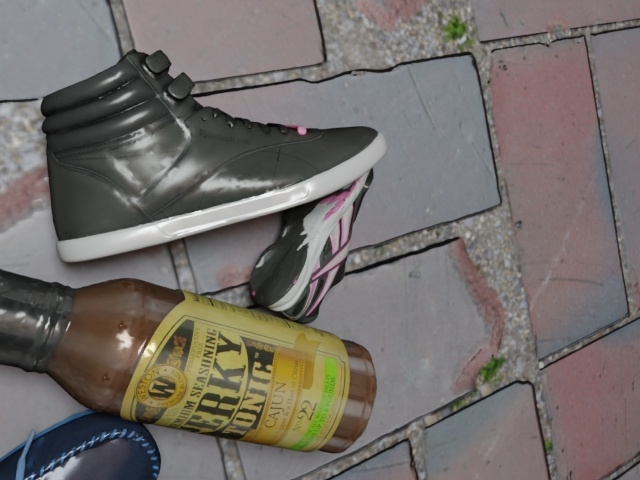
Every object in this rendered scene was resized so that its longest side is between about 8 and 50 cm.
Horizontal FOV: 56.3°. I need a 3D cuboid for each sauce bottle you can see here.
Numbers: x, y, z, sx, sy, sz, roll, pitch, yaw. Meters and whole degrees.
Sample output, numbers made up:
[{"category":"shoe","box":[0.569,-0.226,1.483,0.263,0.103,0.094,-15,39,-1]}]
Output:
[{"category":"sauce bottle","box":[-0.118,0.096,0.483,0.344,0.111,0.112,18,82,-27]}]

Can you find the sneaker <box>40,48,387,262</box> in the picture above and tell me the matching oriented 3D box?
[{"category":"sneaker","box":[-0.083,-0.093,0.492,0.295,0.104,0.147,-18,103,-19]}]

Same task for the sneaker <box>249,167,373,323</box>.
[{"category":"sneaker","box":[0.000,0.000,0.580,0.178,0.072,0.077,-57,137,-17]}]

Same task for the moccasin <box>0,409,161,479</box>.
[{"category":"moccasin","box":[-0.244,0.268,0.411,0.342,0.116,0.138,-45,110,-20]}]
